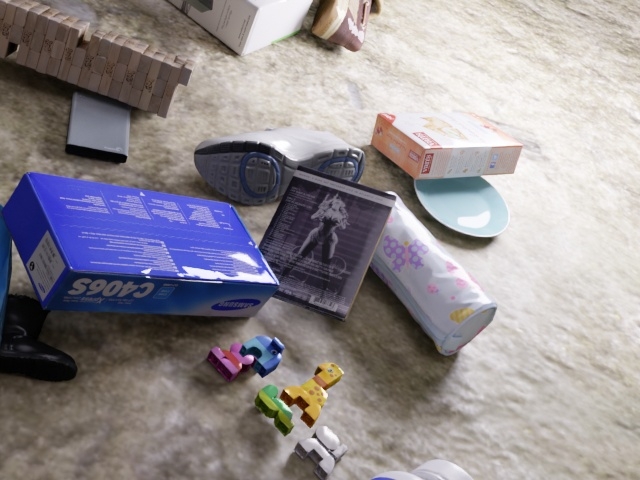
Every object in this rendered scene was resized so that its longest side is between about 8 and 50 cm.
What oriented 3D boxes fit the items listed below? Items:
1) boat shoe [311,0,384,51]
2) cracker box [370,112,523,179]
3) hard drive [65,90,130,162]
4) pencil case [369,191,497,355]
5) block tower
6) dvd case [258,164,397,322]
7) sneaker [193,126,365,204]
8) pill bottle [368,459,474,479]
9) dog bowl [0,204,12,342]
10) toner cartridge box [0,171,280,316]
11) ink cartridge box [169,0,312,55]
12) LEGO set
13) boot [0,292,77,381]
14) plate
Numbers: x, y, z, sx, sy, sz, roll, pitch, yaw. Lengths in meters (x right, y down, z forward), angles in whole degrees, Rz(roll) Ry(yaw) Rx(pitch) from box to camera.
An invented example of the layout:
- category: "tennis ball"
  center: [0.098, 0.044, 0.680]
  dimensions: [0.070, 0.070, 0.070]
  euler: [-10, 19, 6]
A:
- category: "boat shoe"
  center: [0.075, -0.512, 2.011]
  dimensions: [0.123, 0.123, 0.342]
  euler: [31, 39, -15]
- category: "cracker box"
  center: [0.231, -0.177, 1.735]
  dimensions: [0.232, 0.067, 0.156]
  euler: [-6, 33, -31]
- category: "hard drive"
  center: [-0.352, -0.180, 1.505]
  dimensions: [0.094, 0.022, 0.135]
  euler: [10, 43, -18]
- category: "pencil case"
  center: [0.147, 0.046, 1.452]
  dimensions: [0.124, 0.113, 0.273]
  euler: [-10, 52, -51]
- category: "block tower"
  center: [-0.378, -0.301, 1.541]
  dimensions: [0.335, 0.097, 0.091]
  euler: [18, 19, -10]
- category: "dvd case"
  center: [0.000, 0.000, 1.410]
  dimensions: [0.164, 0.018, 0.221]
  euler: [18, 64, 13]
- category: "sneaker"
  center: [-0.076, -0.133, 1.557]
  dimensions: [0.297, 0.111, 0.129]
  euler: [0, 31, -32]
- category: "pill bottle"
  center: [0.066, 0.354, 1.062]
  dimensions: [0.272, 0.152, 0.152]
  euler: [-23, 60, -40]
- category: "dog bowl"
  center: [-0.452, 0.069, 1.127]
  dimensions: [0.165, 0.074, 0.297]
  euler: [-3, 45, -6]
- category: "toner cartridge box"
  center: [-0.225, 0.013, 1.242]
  dimensions: [0.347, 0.075, 0.165]
  euler: [8, 42, -49]
- category: "ink cartridge box"
  center: [-0.178, -0.505, 1.863]
  dimensions: [0.273, 0.115, 0.198]
  euler: [39, 42, 14]
- category: "LEGO set"
  center: [-0.031, 0.188, 1.236]
  dimensions: [0.227, 0.087, 0.093]
  euler: [44, 44, 18]
- category: "boot"
  center: [-0.356, 0.119, 1.174]
  dimensions: [0.121, 0.045, 0.099]
  euler: [11, 43, -11]
- category: "plate"
  center: [0.250, -0.068, 1.695]
  dimensions: [0.188, 0.024, 0.188]
  euler: [14, 43, -13]
